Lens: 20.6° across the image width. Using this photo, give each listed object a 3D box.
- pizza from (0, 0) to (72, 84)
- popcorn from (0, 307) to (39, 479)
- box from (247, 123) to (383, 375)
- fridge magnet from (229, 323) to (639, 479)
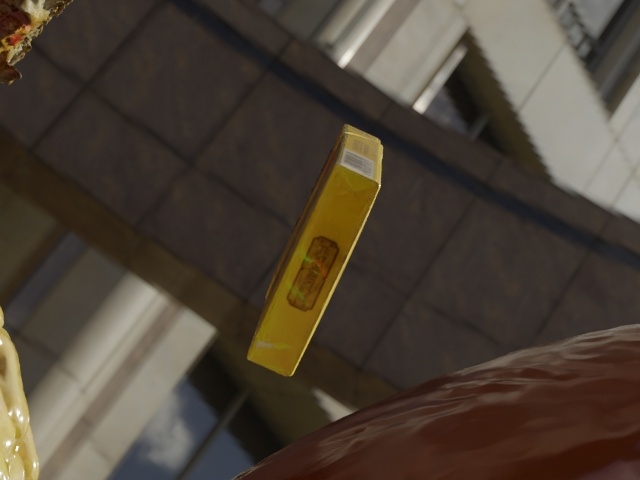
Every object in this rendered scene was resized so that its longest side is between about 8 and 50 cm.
[{"bbox_3d":[-0.252,-0.227,1.423,0.288,0.074,0.251,35,-45,32],"label":"pizza"},{"bbox_3d":[-0.343,0.108,0.854,0.354,0.390,0.344,-45,-124,52],"label":"popcorn"},{"bbox_3d":[0.000,0.000,1.314,0.043,0.152,0.269,26,10,-2],"label":"box"},{"bbox_3d":[0.058,0.125,0.616,0.363,0.363,0.155,-36,-107,61],"label":"fridge magnet"}]
